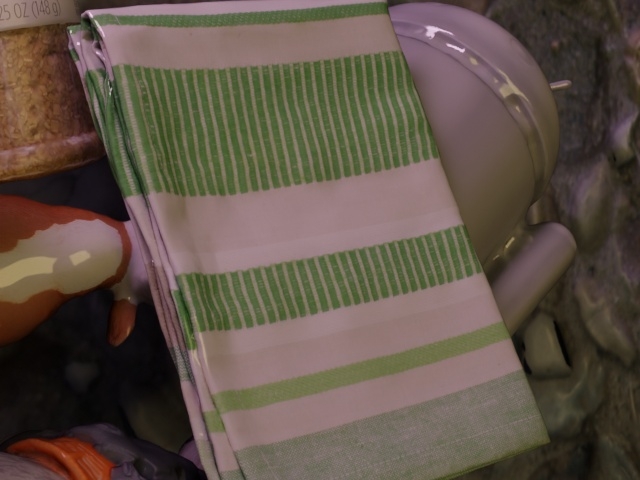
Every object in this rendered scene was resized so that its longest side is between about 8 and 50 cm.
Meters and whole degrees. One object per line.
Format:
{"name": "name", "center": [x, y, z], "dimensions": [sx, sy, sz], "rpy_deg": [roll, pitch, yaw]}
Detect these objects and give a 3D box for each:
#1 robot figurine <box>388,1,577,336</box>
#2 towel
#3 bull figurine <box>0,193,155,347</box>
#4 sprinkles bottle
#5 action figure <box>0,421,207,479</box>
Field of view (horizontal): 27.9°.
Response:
{"name": "robot figurine", "center": [0.048, -0.045, 0.980], "dimensions": [0.300, 0.200, 0.353], "rpy_deg": [40, 62, 5]}
{"name": "towel", "center": [0.000, 0.000, 0.789], "dimensions": [0.248, 0.038, 0.324], "rpy_deg": [-12, 76, -36]}
{"name": "bull figurine", "center": [-0.231, 0.031, 0.761], "dimensions": [0.310, 0.188, 0.101], "rpy_deg": [-17, 101, -38]}
{"name": "sprinkles bottle", "center": [-0.224, -0.214, 0.809], "dimensions": [0.121, 0.121, 0.355], "rpy_deg": [-18, 102, -38]}
{"name": "action figure", "center": [-0.147, 0.157, 0.779], "dimensions": [0.330, 0.341, 0.178], "rpy_deg": [26, 82, -69]}
